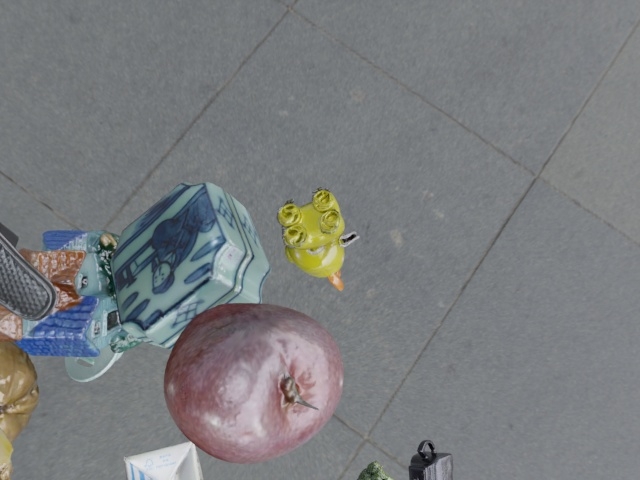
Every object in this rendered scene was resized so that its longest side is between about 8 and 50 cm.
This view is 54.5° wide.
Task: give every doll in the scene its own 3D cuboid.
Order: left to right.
[{"bbox_3d":[0.000,0.000,1.110,0.136,0.221,0.142,-22,62,5],"label":"doll"}]

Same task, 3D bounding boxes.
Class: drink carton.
[{"bbox_3d":[-0.285,0.520,1.187,0.132,0.324,0.194,-7,63,-16],"label":"drink carton"}]

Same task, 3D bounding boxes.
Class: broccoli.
[{"bbox_3d":[0.150,0.703,1.738,0.138,0.145,0.162,3,57,-13],"label":"broccoli"}]

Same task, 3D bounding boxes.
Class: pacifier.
[{"bbox_3d":[-0.696,0.235,1.858,0.288,0.269,0.343,3,60,38],"label":"pacifier"}]

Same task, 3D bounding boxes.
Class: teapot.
[{"bbox_3d":[0.236,0.537,1.384,0.096,0.087,0.177,11,73,-42],"label":"teapot"}]

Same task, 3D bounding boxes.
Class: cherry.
[{"bbox_3d":[-0.110,0.201,0.931,0.261,0.307,0.221,-13,115,-38],"label":"cherry"}]

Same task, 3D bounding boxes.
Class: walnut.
[{"bbox_3d":[-0.860,0.361,1.519,0.306,0.344,0.305,-9,103,-42],"label":"walnut"}]

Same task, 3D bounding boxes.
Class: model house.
[{"bbox_3d":[-0.583,0.125,1.418,0.252,0.329,0.294,5,92,10],"label":"model house"}]

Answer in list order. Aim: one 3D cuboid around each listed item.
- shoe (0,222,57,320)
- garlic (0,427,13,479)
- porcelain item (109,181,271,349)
[{"bbox_3d":[-0.324,0.018,0.624,0.159,0.053,0.062,42,94,1],"label":"shoe"},{"bbox_3d":[-0.454,0.280,0.681,0.203,0.281,0.184,43,79,-28],"label":"garlic"},{"bbox_3d":[-0.258,0.047,1.193,0.281,0.157,0.285,-37,50,14],"label":"porcelain item"}]
